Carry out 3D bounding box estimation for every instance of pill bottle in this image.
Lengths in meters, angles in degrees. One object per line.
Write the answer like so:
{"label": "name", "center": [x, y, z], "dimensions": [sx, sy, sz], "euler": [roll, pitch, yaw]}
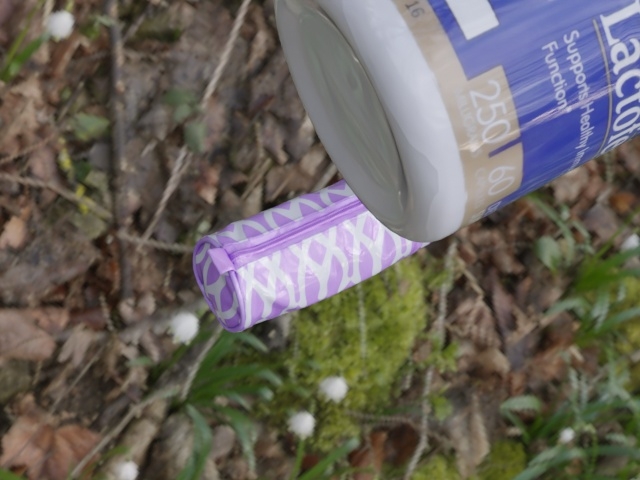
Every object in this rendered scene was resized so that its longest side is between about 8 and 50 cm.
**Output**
{"label": "pill bottle", "center": [0.124, -0.120, 0.557], "dimensions": [0.265, 0.153, 0.153], "euler": [-28, 67, -11]}

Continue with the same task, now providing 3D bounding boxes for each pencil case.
{"label": "pencil case", "center": [0.000, 0.000, 0.914], "dimensions": [0.206, 0.088, 0.086], "euler": [-26, 77, -25]}
